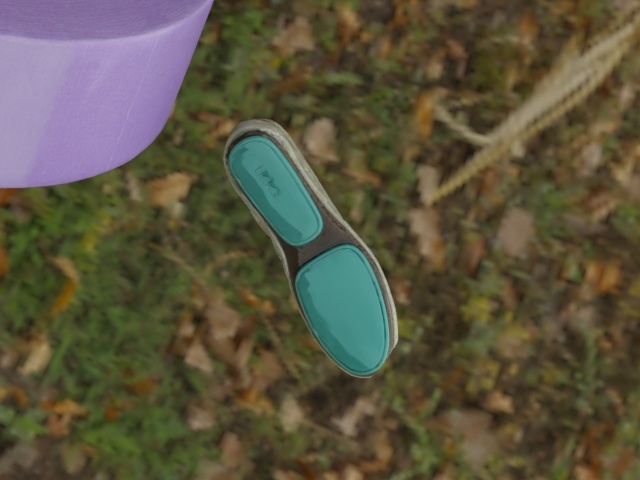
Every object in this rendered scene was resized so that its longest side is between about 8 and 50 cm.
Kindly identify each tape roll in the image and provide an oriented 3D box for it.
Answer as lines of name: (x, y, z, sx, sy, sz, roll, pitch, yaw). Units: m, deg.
tape roll: (-0.193, -0.145, 0.925, 0.275, 0.275, 0.090, -13, 138, -44)

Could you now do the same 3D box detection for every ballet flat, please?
ballet flat: (0.000, 0.000, 1.074, 0.168, 0.057, 0.052, 63, 14, -10)
